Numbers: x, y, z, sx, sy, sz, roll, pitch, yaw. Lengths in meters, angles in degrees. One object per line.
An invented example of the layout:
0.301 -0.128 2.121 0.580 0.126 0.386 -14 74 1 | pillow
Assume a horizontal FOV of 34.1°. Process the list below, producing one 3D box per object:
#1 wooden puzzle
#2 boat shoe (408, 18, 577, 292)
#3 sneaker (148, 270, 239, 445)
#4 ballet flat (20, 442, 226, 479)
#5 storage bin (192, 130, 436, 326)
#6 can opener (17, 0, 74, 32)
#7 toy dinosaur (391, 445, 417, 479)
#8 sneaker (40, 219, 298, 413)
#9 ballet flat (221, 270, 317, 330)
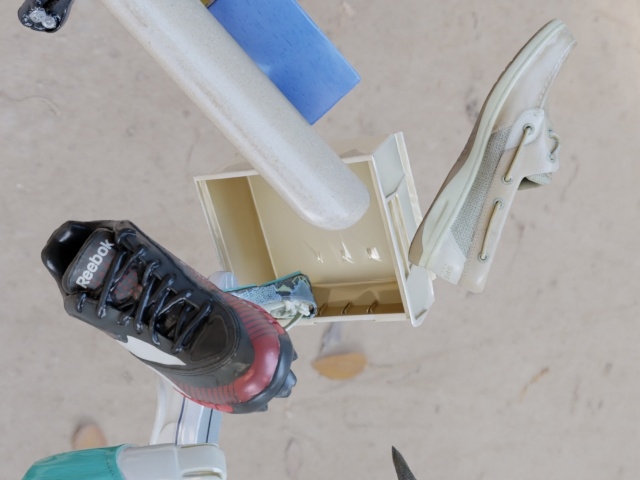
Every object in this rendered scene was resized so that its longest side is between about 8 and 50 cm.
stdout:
-0.090 -0.174 0.675 0.080 0.348 0.322 -41 106 4 | wooden puzzle
0.203 -0.089 1.101 0.302 0.098 0.109 -60 168 -7 | boat shoe
-0.169 0.160 1.353 0.094 0.091 0.258 48 50 -62 | sneaker
-0.069 0.173 0.663 0.247 0.083 0.087 33 105 -30 | ballet flat
0.000 0.000 1.425 0.123 0.262 0.260 -47 127 -57 | storage bin
-0.314 -0.325 1.304 0.059 0.186 0.073 28 42 -33 | can opener
0.106 0.311 0.773 0.160 0.313 0.121 -1 147 -30 | toy dinosaur
-0.138 0.055 0.871 0.097 0.276 0.135 -57 141 -6 | sneaker
-0.068 0.077 1.121 0.188 0.070 0.070 -14 113 -48 | ballet flat
